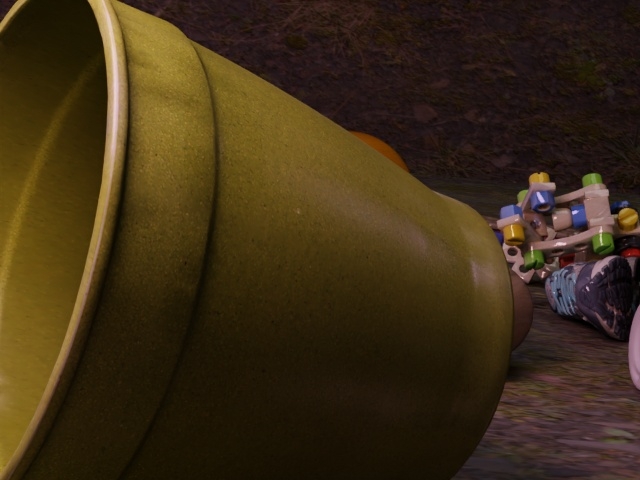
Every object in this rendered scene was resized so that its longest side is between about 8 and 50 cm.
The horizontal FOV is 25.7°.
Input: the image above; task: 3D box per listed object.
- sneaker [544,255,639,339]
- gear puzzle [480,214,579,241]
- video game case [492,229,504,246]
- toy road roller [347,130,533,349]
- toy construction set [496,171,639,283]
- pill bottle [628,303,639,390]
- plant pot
[{"bbox_3d":[0.357,0.078,1.877,0.122,0.110,0.283,-3,-2,19],"label":"sneaker"},{"bbox_3d":[0.443,0.000,2.638,0.339,0.044,0.175,8,6,-12],"label":"gear puzzle"},{"bbox_3d":[0.136,-0.026,2.384,0.269,0.061,0.244,11,5,-22],"label":"video game case"},{"bbox_3d":[0.072,0.006,1.568,0.329,0.240,0.202,9,9,20],"label":"toy road roller"},{"bbox_3d":[0.361,0.007,2.074,0.215,0.151,0.327,-7,-14,3],"label":"toy construction set"},{"bbox_3d":[0.439,0.121,1.533,0.180,0.108,0.108,6,8,-6],"label":"pill bottle"},{"bbox_3d":[-0.067,0.042,0.984,0.353,0.366,0.366,15,3,-30],"label":"plant pot"}]
